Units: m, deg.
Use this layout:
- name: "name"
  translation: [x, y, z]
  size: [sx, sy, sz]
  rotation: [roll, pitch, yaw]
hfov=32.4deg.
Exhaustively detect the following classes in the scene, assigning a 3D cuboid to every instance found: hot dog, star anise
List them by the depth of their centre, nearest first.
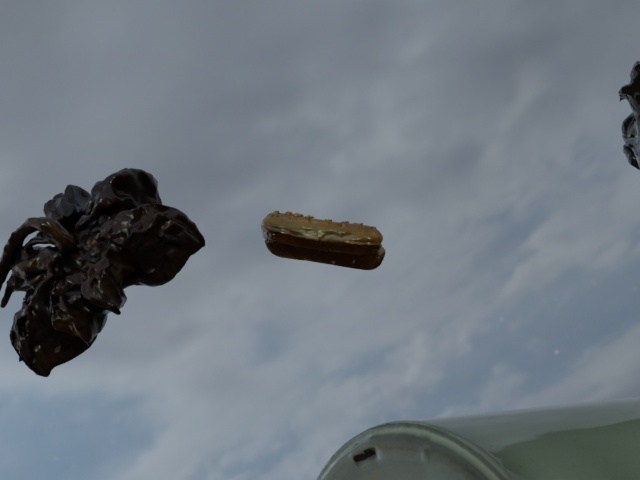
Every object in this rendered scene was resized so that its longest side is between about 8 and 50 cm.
- name: "star anise"
  translation: [-0.225, 0.023, 1.048]
  size: [0.220, 0.190, 0.126]
  rotation: [-51, -38, -7]
- name: "hot dog"
  translation: [0.000, 0.000, 1.388]
  size: [0.165, 0.045, 0.071]
  rotation: [9, -29, 17]

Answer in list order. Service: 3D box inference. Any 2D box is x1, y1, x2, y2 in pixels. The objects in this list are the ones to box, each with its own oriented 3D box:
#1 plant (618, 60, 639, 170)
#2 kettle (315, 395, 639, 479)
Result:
- name: "plant"
  translation: [0.320, -0.073, 0.772]
  size: [0.178, 0.234, 0.204]
  rotation: [21, -36, -37]
- name: "kettle"
  translation: [0.179, 0.171, 0.630]
  size: [0.317, 0.205, 0.265]
  rotation: [2, -57, -38]
